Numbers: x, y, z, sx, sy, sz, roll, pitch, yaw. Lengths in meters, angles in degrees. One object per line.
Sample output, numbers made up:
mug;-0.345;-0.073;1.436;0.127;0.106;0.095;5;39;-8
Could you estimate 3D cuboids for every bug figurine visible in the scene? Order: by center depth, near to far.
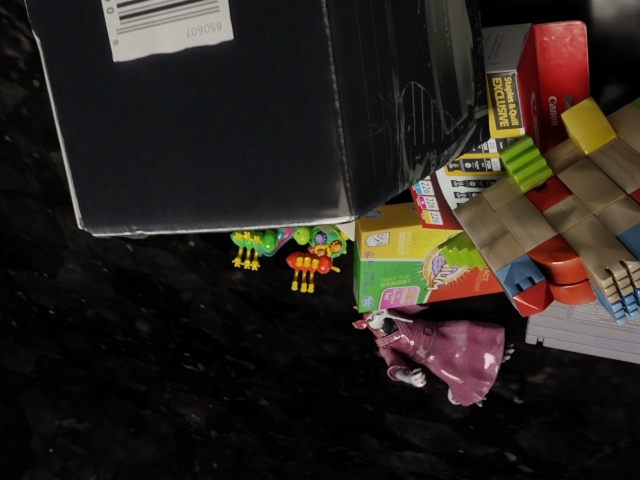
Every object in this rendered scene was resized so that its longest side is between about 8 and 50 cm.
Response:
bug figurine;-0.052;-0.033;1.154;0.216;0.072;0.279;10;132;-5

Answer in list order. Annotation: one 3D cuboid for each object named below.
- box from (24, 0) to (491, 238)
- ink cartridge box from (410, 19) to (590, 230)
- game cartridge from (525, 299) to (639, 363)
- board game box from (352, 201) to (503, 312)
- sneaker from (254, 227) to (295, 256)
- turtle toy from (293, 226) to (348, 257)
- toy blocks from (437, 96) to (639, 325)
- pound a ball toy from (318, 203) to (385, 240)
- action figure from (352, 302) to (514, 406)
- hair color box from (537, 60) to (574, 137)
box;-0.029;-0.293;0.668;0.298;0.472;0.479;-2;105;26
ink cartridge box;0.267;-0.162;0.981;0.272;0.130;0.309;3;138;30
game cartridge;0.614;0.159;1.299;0.355;0.068;0.230;9;134;18
board game box;0.224;0.023;1.231;0.317;0.064;0.242;-8;138;-5
sneaker;-0.138;-0.056;1.321;0.178;0.124;0.296;54;162;-24
turtle toy;0.000;0.000;1.423;0.130;0.066;0.095;28;140;-4
toy blocks;0.366;-0.013;0.842;0.381;0.260;0.190;-32;130;10
pound a ball toy;-0.038;-0.156;1.246;0.319;0.135;0.208;45;167;-27
action figure;0.248;0.228;1.501;0.370;0.248;0.275;22;167;1
hair color box;0.330;-0.241;0.999;0.167;0.053;0.093;42;140;-22
